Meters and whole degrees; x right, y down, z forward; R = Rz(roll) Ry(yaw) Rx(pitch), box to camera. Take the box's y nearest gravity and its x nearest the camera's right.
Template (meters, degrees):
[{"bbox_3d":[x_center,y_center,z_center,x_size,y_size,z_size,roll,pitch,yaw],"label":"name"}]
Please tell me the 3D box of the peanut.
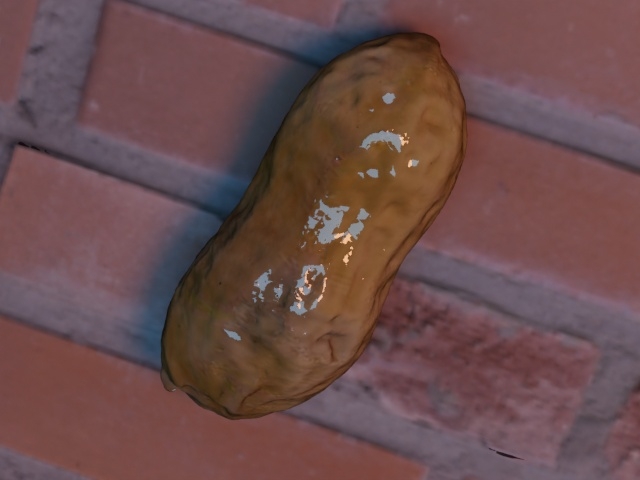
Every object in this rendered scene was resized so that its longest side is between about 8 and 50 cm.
[{"bbox_3d":[0.000,0.000,0.831,0.099,0.099,0.214,33,105,-1],"label":"peanut"}]
